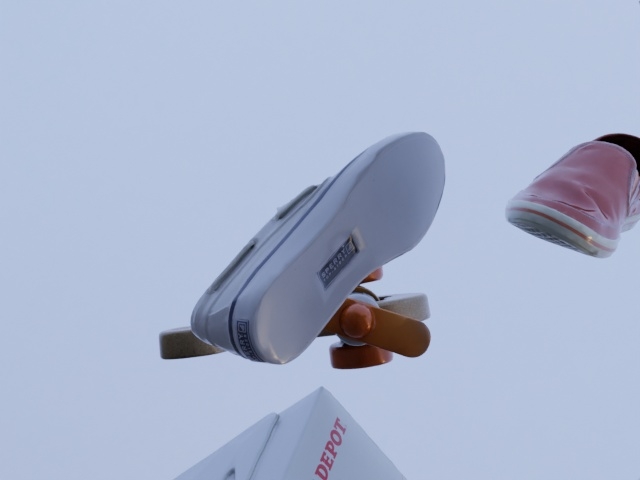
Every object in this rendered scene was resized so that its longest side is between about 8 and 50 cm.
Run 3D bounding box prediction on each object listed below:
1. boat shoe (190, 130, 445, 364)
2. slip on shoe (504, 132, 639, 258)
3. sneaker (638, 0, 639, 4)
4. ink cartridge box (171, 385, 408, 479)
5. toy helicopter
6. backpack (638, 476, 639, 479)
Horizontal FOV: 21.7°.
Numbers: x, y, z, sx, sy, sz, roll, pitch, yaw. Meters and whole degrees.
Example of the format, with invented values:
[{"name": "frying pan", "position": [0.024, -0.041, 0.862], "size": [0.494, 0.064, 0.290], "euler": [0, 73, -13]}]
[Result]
[{"name": "boat shoe", "position": [0.000, 0.000, 1.328], "size": [0.088, 0.267, 0.096], "euler": [9, -44, 40]}, {"name": "slip on shoe", "position": [0.277, -0.053, 1.738], "size": [0.123, 0.331, 0.101], "euler": [23, -72, 19]}, {"name": "sneaker", "position": [0.292, -0.183, 1.349], "size": [0.083, 0.031, 0.035], "euler": [24, -30, 50]}, {"name": "ink cartridge box", "position": [-0.004, 0.189, 0.799], "size": [0.127, 0.128, 0.176], "euler": [-33, -76, 28]}, {"name": "toy helicopter", "position": [-0.024, 0.108, 2.046], "size": [0.235, 0.355, 0.140], "euler": [0, -82, 63]}, {"name": "backpack", "position": [0.454, 0.321, 1.954], "size": [0.188, 0.166, 0.144], "euler": [31, -66, -1]}]
